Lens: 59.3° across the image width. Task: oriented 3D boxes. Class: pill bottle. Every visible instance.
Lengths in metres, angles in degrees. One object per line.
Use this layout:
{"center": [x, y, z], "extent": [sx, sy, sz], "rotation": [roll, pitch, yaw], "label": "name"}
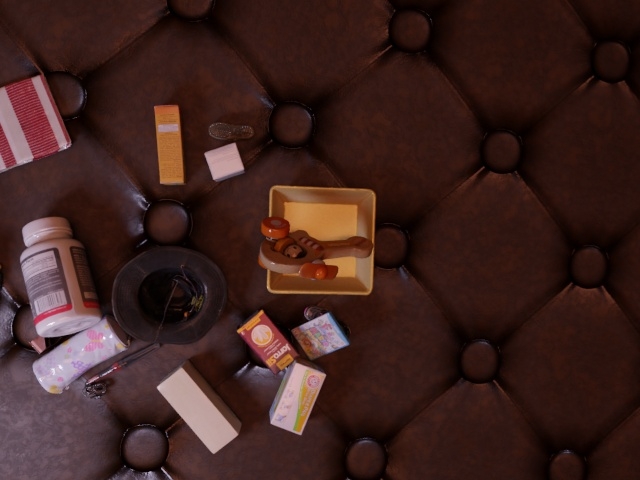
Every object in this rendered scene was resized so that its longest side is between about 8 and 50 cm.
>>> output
{"center": [-0.752, 0.101, 1.614], "extent": [0.176, 0.176, 0.318], "rotation": [-19, 76, -6], "label": "pill bottle"}

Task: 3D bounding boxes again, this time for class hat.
{"center": [-0.455, 0.152, 1.695], "extent": [0.331, 0.134, 0.331], "rotation": [-5, 104, -21], "label": "hat"}

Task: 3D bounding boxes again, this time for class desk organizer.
{"center": [-0.800, 0.290, 1.658], "extent": [0.050, 0.130, 0.047], "rotation": [-41, 95, -6], "label": "desk organizer"}

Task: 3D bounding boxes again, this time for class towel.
{"center": [-0.940, -0.333, 1.676], "extent": [0.329, 0.037, 0.237], "rotation": [-22, 92, -8], "label": "towel"}

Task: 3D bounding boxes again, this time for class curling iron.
{"center": [-0.608, 0.395, 1.731], "extent": [0.274, 0.035, 0.068], "rotation": [-36, 99, -4], "label": "curling iron"}

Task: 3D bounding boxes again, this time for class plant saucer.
{"center": [0.000, 0.000, 1.773], "extent": [0.332, 0.081, 0.333], "rotation": [2, 91, -8], "label": "plant saucer"}

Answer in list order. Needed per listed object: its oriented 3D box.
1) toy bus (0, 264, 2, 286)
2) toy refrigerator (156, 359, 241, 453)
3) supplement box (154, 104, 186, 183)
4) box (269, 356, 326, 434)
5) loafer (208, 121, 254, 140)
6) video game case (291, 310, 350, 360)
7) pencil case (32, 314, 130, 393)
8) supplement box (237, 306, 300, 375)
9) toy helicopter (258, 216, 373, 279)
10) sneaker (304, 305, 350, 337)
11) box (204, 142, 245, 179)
{"center": [-1.026, 0.161, 1.588], "extent": [0.149, 0.211, 0.220], "rotation": [13, 91, -9], "label": "toy bus"}
{"center": [-0.370, 0.509, 1.735], "extent": [0.102, 0.094, 0.269], "rotation": [-39, 95, 2], "label": "toy refrigerator"}
{"center": [-0.456, -0.287, 1.713], "extent": [0.080, 0.078, 0.233], "rotation": [-6, 91, -7], "label": "supplement box"}
{"center": [-0.073, 0.479, 1.757], "extent": [0.103, 0.114, 0.203], "rotation": [23, 87, -7], "label": "box"}
{"center": [-0.275, -0.334, 1.749], "extent": [0.148, 0.050, 0.056], "rotation": [9, 87, 9], "label": "loafer"}
{"center": [-0.001, 0.301, 1.762], "extent": [0.166, 0.015, 0.119], "rotation": [-30, 95, 33], "label": "video game case"}
{"center": [-0.709, 0.339, 1.677], "extent": [0.273, 0.113, 0.124], "rotation": [-34, 92, -5], "label": "pencil case"}
{"center": [-0.163, 0.313, 1.759], "extent": [0.104, 0.081, 0.188], "rotation": [-40, 96, -5], "label": "supplement box"}
{"center": [0.000, 0.037, 1.636], "extent": [0.355, 0.235, 0.140], "rotation": [-5, 122, -23], "label": "toy helicopter"}
{"center": [0.027, 0.261, 1.782], "extent": [0.170, 0.075, 0.063], "rotation": [35, 84, -7], "label": "sneaker"}
{"center": [-0.290, -0.238, 1.721], "extent": [0.102, 0.101, 0.087], "rotation": [-20, 94, -4], "label": "box"}
